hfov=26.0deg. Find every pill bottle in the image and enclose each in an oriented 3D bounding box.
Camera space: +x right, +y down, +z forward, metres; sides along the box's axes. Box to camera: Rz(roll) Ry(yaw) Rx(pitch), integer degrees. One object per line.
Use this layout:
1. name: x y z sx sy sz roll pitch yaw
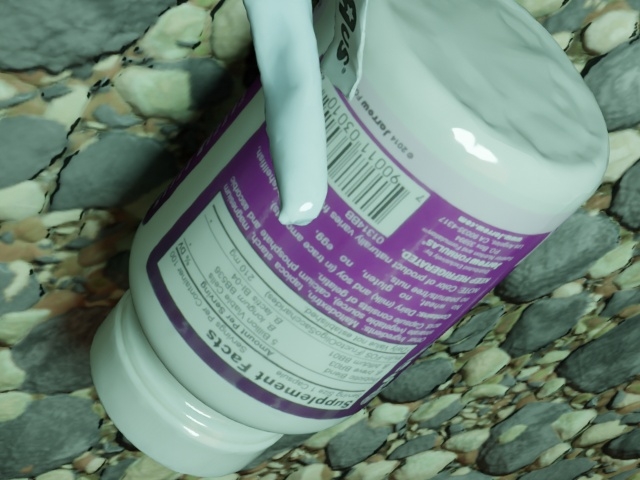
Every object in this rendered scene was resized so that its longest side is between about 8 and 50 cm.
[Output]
1. pill bottle: 0.000 0.000 0.762 0.169 0.169 0.301 13 134 -38

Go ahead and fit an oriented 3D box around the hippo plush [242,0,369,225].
1. hippo plush: -0.055 -0.214 0.468 0.236 0.234 0.294 19 121 -2
